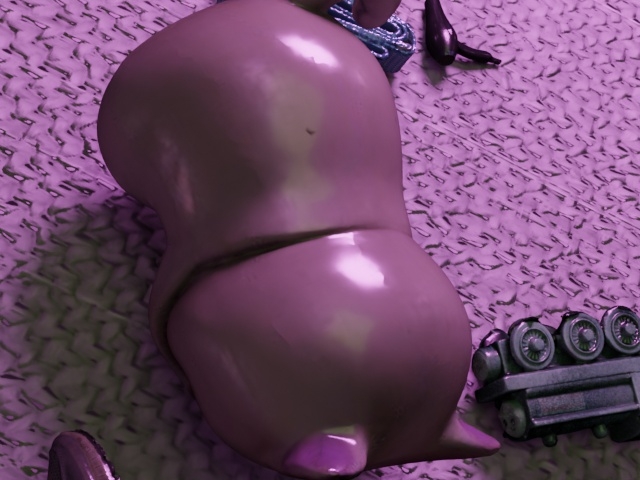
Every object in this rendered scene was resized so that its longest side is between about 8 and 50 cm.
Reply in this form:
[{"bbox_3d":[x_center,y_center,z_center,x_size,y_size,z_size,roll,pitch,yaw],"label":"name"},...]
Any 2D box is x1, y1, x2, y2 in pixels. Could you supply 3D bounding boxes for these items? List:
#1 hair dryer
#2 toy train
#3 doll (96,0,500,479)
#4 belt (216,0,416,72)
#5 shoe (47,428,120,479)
[{"bbox_3d":[0.134,-0.188,1.112,0.083,0.031,0.079,18,48,-29],"label":"hair dryer"},{"bbox_3d":[0.203,0.112,0.946,0.171,0.071,0.111,-5,72,-24],"label":"toy train"},{"bbox_3d":[-0.024,-0.006,0.838,0.215,0.226,0.370,11,65,-52],"label":"doll"},{"bbox_3d":[0.001,-0.209,1.046,0.179,0.065,0.100,23,65,-12],"label":"belt"},{"bbox_3d":[-0.157,0.215,0.742,0.077,0.074,0.194,-9,69,-20],"label":"shoe"}]
